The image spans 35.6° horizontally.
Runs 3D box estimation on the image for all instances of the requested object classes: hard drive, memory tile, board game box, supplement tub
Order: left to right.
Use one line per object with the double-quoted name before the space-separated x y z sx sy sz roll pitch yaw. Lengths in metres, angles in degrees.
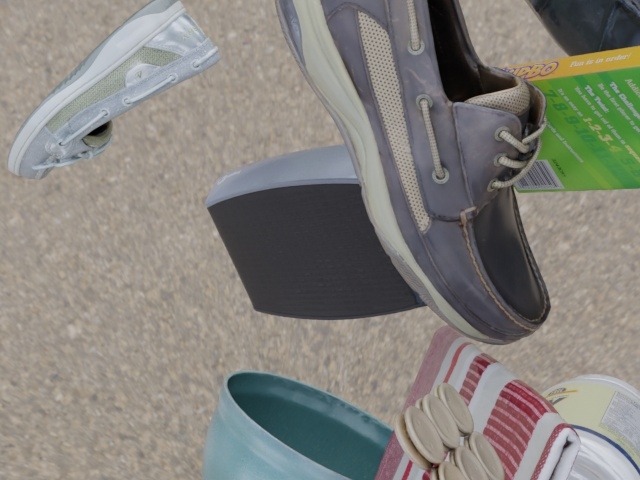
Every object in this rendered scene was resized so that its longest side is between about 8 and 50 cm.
"hard drive" 0.000 0.000 0.953 0.054 0.255 0.172 -37 112 -40
"memory tile" 0.099 0.158 0.604 0.012 0.113 0.148 -34 82 20
"supplement tub" 0.407 0.353 1.551 0.236 0.325 0.235 6 104 24
"board game box" 0.238 -0.093 0.783 0.124 0.259 0.039 51 61 -30

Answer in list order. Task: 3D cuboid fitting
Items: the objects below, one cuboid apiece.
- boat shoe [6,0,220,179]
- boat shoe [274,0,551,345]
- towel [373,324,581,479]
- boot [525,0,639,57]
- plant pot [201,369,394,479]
"boat shoe" -0.255 -0.160 1.184 0.320 0.118 0.103 -37 103 26
"boat shoe" 0.098 -0.076 0.750 0.355 0.130 0.132 59 34 -17
"towel" 0.108 0.212 0.827 0.037 0.329 0.237 21 94 -10
"boot" 0.432 -0.184 0.901 0.146 0.367 0.445 3 50 -45
"plant pot" -0.023 0.311 1.195 0.293 0.293 0.196 27 96 8
